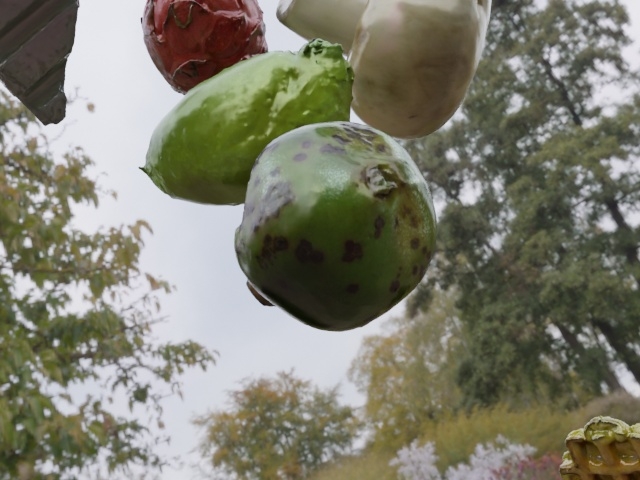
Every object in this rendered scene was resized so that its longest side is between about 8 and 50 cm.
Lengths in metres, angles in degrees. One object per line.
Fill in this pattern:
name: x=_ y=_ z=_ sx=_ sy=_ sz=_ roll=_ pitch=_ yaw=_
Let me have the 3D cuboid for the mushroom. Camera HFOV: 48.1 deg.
mushroom: x=0.135 y=-0.352 z=1.183 sx=0.353 sy=0.325 sz=0.353 roll=-10 pitch=-66 yaw=-23

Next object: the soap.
soap: x=-0.353 y=-0.343 z=0.919 sx=0.302 sy=0.159 sz=0.258 roll=-47 pitch=-43 yaw=-13

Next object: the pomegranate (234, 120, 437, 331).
pomegranate: x=0.007 y=0.008 z=0.507 sx=0.143 sy=0.122 sz=0.169 roll=1 pitch=-46 yaw=-40

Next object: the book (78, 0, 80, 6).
book: x=-0.527 y=-0.537 z=1.290 sx=0.162 sy=0.232 sz=0.022 roll=-5 pitch=-1 yaw=-32

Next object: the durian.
durian: x=-0.107 y=-0.153 z=1.064 sx=0.339 sy=0.204 sz=0.256 roll=-28 pitch=9 yaw=-4

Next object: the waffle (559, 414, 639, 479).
waffle: x=0.364 y=0.282 z=0.743 sx=0.059 sy=0.237 sz=0.243 roll=-39 pitch=-37 yaw=-44

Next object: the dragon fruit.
dragon fruit: x=-0.207 y=-0.370 z=1.299 sx=0.241 sy=0.241 sz=0.252 roll=-32 pitch=-44 yaw=18
